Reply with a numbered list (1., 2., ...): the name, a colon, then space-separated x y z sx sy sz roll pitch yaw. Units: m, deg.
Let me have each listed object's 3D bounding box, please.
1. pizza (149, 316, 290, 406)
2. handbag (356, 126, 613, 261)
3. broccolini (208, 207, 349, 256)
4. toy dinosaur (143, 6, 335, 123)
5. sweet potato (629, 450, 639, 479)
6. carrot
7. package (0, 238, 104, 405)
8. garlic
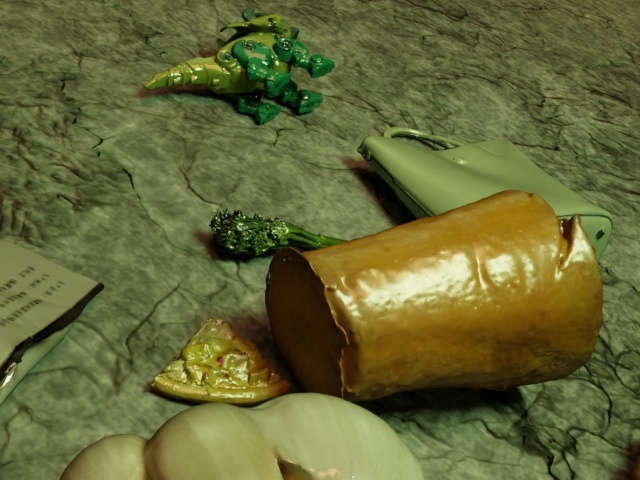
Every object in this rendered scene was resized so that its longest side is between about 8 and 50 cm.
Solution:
1. pizza: -0.091 0.099 0.842 0.123 0.026 0.108 6 37 -23
2. handbag: 0.183 -0.076 1.158 0.241 0.109 0.315 -1 39 -32
3. broccolini: 0.000 0.000 1.005 0.239 0.054 0.051 6 25 -27
4. toy dinosaur: -0.095 -0.209 1.188 0.153 0.094 0.259 38 46 19
5. sweet potato: 0.315 0.233 0.841 0.097 0.097 0.252 30 34 9
6. carrot: 0.099 0.066 0.868 0.254 0.196 0.196 -13 49 -31
7. package: -0.308 0.049 0.756 0.204 0.062 0.251 26 32 2
8. garlic: -0.033 0.183 0.594 0.281 0.185 0.203 19 0 -20
